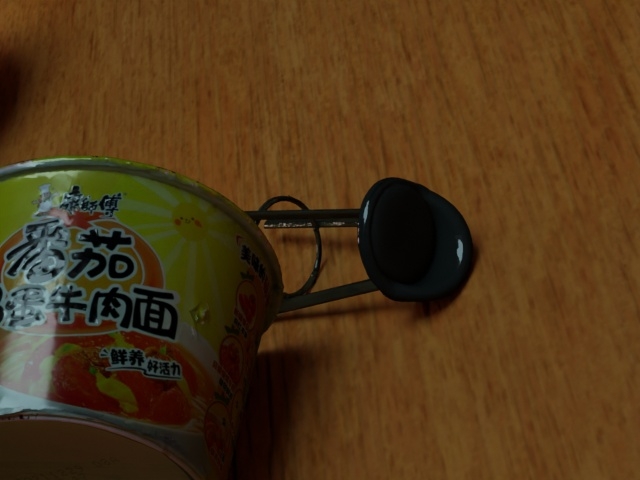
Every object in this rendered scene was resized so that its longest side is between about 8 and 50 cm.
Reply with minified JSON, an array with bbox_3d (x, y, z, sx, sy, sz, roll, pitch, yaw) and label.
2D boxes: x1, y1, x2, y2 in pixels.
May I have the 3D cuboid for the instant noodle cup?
[{"bbox_3d":[-0.160,0.096,1.154,0.264,0.264,0.200,-18,45,24],"label":"instant noodle cup"}]

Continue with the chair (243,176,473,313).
[{"bbox_3d":[0.001,0.001,1.256,0.222,0.095,0.104,-3,56,38],"label":"chair"}]
